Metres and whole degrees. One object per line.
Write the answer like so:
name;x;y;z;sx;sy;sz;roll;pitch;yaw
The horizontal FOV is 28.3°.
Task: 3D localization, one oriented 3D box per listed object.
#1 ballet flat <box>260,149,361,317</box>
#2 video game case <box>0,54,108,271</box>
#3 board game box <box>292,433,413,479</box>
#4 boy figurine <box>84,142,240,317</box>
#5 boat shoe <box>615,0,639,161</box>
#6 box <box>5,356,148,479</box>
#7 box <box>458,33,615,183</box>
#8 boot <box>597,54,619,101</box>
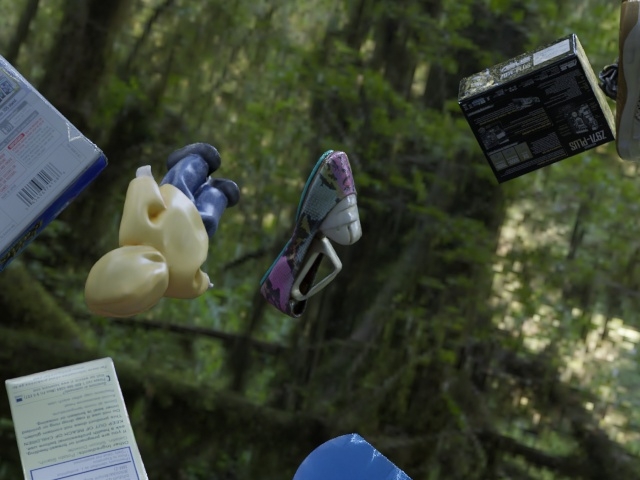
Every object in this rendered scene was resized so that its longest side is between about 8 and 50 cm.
ballet flat;0.000;0.000;1.479;0.079;0.221;0.077;40;32;22
video game case;-0.403;-0.072;1.315;0.244;0.269;0.061;43;-9;5
board game box;0.046;0.297;1.375;0.169;0.133;0.033;37;4;21
boy figurine;-0.187;0.004;1.539;0.092;0.177;0.285;-12;32;31
boat shoe;0.333;-0.151;1.209;0.096;0.098;0.277;4;-20;14
box;-0.241;0.287;1.328;0.117;0.213;0.243;-12;40;-14
box;0.307;-0.186;1.799;0.180;0.147;0.077;-22;26;21
boot;0.399;-0.230;1.366;0.091;0.229;0.263;57;12;24
